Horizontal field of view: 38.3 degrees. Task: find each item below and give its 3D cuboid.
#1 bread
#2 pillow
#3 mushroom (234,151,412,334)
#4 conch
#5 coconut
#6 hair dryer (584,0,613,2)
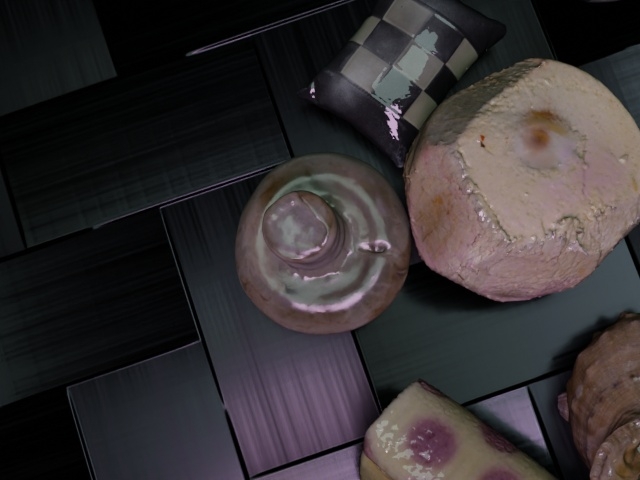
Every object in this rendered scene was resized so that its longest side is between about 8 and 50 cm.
[{"bbox_3d":[0.209,0.329,1.112,0.338,0.187,0.155,39,62,19],"label":"bread"},{"bbox_3d":[0.111,-0.245,1.270,0.186,0.106,0.250,38,89,8],"label":"pillow"},{"bbox_3d":[0.000,0.000,1.180,0.244,0.243,0.243,0,82,2],"label":"mushroom"},{"bbox_3d":[0.407,0.240,1.149,0.324,0.186,0.263,-41,95,-29],"label":"conch"},{"bbox_3d":[0.248,-0.066,1.164,0.297,0.254,0.297,4,67,-10],"label":"coconut"},{"bbox_3d":[0.448,-0.463,1.311,0.229,0.092,0.267,-3,72,-6],"label":"hair dryer"}]
